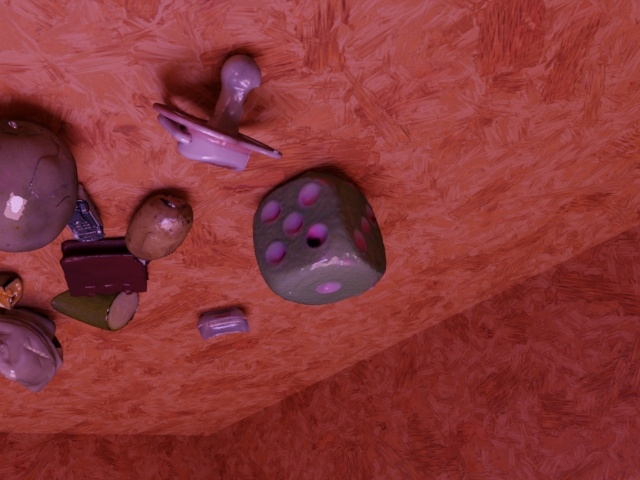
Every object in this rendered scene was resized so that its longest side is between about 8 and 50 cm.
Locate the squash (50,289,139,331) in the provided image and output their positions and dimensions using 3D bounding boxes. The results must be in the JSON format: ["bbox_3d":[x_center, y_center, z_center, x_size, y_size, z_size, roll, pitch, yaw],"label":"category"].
[{"bbox_3d":[-0.830,0.216,1.945,0.261,0.189,0.189,18,153,17],"label":"squash"}]

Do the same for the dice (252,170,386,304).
[{"bbox_3d":[0.000,0.000,1.641,0.319,0.330,0.322,-22,149,22],"label":"dice"}]

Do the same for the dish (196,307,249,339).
[{"bbox_3d":[-0.419,0.350,2.271,0.213,0.077,0.151,-10,147,-7],"label":"dish"}]

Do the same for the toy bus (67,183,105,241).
[{"bbox_3d":[-0.670,-0.075,1.476,0.087,0.088,0.193,-12,149,-6],"label":"toy bus"}]

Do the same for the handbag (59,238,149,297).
[{"bbox_3d":[-0.707,0.096,1.745,0.260,0.084,0.275,-5,148,-16],"label":"handbag"}]

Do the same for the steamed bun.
[{"bbox_3d":[-1.065,0.356,1.875,0.394,0.237,0.346,-1,136,50],"label":"steamed bun"}]

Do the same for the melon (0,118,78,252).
[{"bbox_3d":[-0.700,-0.129,1.210,0.269,0.268,0.330,5,135,-28],"label":"melon"}]

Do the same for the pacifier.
[{"bbox_3d":[-0.222,-0.272,1.216,0.273,0.220,0.332,-33,157,29],"label":"pacifier"}]

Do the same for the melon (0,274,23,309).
[{"bbox_3d":[-1.042,0.149,1.713,0.128,0.079,0.160,14,143,-10],"label":"melon"}]

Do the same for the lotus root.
[{"bbox_3d":[-0.485,-0.031,1.574,0.160,0.146,0.284,26,125,-22],"label":"lotus root"}]
